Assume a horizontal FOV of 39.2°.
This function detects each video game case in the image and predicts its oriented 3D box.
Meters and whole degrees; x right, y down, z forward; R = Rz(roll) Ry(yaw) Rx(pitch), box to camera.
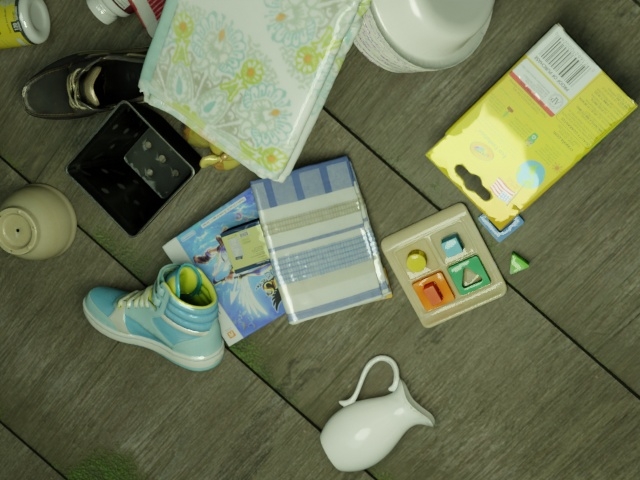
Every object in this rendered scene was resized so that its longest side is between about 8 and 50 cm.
[{"bbox_3d":[-0.135,0.040,1.768,0.269,0.061,0.244,-32,95,17],"label":"video game case"}]

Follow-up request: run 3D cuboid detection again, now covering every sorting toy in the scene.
[{"bbox_3d":[0.230,0.053,1.695,0.348,0.047,0.196,-26,96,17],"label":"sorting toy"}]

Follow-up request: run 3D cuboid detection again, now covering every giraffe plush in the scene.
[{"bbox_3d":[-0.167,-0.199,1.662,0.210,0.170,0.181,26,107,6],"label":"giraffe plush"}]

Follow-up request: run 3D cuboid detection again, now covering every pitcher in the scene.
[{"bbox_3d":[0.094,0.342,1.766,0.207,0.125,0.178,-33,73,7],"label":"pitcher"}]

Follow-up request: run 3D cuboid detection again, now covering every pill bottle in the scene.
[{"bbox_3d":[-0.362,-0.477,1.686,0.152,0.086,0.086,-33,94,18],"label":"pill bottle"},{"bbox_3d":[-0.631,-0.425,1.749,0.184,0.103,0.103,-5,102,13],"label":"pill bottle"}]

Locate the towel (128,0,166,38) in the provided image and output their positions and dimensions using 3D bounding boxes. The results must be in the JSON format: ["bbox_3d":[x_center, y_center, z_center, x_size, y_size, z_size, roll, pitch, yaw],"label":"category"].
[{"bbox_3d":[-0.237,-0.518,1.546,0.329,0.037,0.237,-24,104,31],"label":"towel"}]

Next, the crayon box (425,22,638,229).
[{"bbox_3d":[0.367,-0.199,1.589,0.202,0.081,0.318,46,107,0],"label":"crayon box"}]

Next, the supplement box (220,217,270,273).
[{"bbox_3d":[-0.131,0.008,1.697,0.083,0.056,0.083,-18,98,16],"label":"supplement box"}]

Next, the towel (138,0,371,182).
[{"bbox_3d":[-0.117,-0.321,1.473,0.320,0.090,0.374,34,117,15],"label":"towel"}]

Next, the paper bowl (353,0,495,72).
[{"bbox_3d":[0.174,-0.421,1.467,0.148,0.284,0.284,11,111,56],"label":"paper bowl"}]

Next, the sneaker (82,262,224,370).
[{"bbox_3d":[-0.325,0.108,1.753,0.319,0.127,0.208,18,127,16],"label":"sneaker"}]

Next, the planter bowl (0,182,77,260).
[{"bbox_3d":[-0.595,-0.029,1.830,0.162,0.109,0.162,3,104,11],"label":"planter bowl"}]

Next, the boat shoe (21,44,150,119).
[{"bbox_3d":[-0.425,-0.307,1.716,0.355,0.130,0.132,-11,100,15],"label":"boat shoe"}]

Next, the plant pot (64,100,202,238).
[{"bbox_3d":[-0.335,-0.145,1.714,0.188,0.167,0.187,45,107,-1],"label":"plant pot"}]

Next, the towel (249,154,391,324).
[{"bbox_3d":[0.000,0.000,1.680,0.209,0.034,0.285,-17,91,-14],"label":"towel"}]
